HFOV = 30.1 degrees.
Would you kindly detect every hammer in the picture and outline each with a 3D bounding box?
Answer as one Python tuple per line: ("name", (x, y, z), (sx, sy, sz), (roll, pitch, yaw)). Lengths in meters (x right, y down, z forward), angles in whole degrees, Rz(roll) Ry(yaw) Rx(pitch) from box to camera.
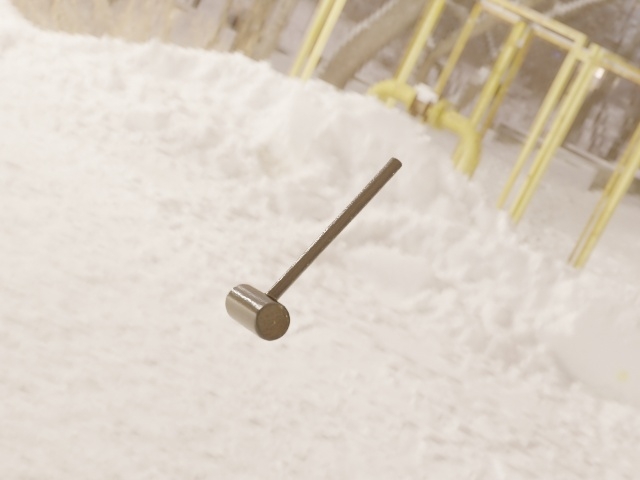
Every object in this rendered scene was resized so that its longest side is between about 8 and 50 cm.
("hammer", (0.000, 0.000, 0.566), (0.019, 0.110, 0.035), (48, -12, -29))
